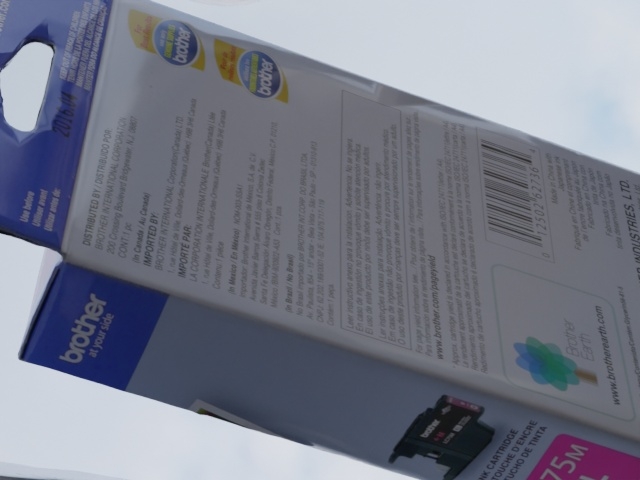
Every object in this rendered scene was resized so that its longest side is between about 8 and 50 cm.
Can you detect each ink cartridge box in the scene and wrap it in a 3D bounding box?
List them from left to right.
[{"bbox_3d":[0.000,0.000,0.672,0.311,0.186,0.065,20,-54,-15],"label":"ink cartridge box"}]

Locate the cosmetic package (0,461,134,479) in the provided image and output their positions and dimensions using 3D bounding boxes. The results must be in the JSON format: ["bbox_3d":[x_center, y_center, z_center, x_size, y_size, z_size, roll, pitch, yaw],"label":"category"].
[{"bbox_3d":[-0.242,0.117,0.642,0.377,0.284,0.097,12,-102,-36],"label":"cosmetic package"}]

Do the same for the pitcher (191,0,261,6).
[{"bbox_3d":[-0.025,-0.246,1.308,0.177,0.207,0.126,4,-96,-57],"label":"pitcher"}]
